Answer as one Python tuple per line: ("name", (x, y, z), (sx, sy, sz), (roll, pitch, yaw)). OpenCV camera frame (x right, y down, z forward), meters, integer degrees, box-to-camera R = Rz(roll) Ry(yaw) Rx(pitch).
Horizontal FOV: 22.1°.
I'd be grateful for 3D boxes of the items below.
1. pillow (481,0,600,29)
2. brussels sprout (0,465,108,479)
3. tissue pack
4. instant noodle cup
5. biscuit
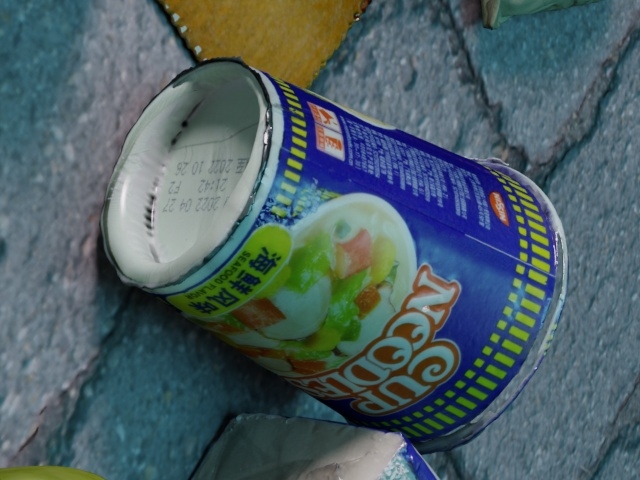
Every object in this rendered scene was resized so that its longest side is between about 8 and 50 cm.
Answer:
("pillow", (0.259, -0.371, 1.719), (0.281, 0.076, 0.274), (-21, 121, -52))
("brussels sprout", (-0.203, 0.316, 1.085), (0.344, 0.268, 0.344), (-19, 113, -53))
("tissue pack", (0.033, 0.277, 1.409), (0.269, 0.209, 0.137), (56, 51, -36))
("instant noodle cup", (0.000, 0.000, 1.338), (0.312, 0.284, 0.284), (27, 71, -39))
("biscuit", (-0.050, -0.235, 1.437), (0.237, 0.013, 0.232), (-57, 132, -30))
